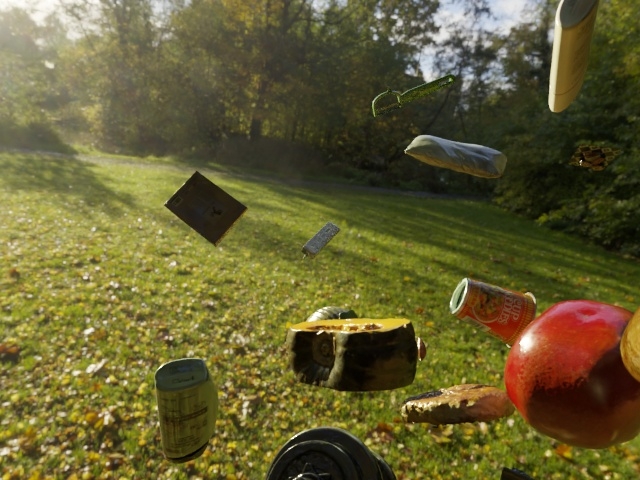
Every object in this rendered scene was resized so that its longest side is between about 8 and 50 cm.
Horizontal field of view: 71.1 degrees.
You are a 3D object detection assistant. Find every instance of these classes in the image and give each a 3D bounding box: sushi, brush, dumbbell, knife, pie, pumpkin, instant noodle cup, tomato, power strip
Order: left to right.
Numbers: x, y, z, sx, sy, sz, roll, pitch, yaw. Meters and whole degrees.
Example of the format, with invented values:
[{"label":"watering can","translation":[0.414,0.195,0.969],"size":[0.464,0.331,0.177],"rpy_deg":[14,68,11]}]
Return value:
[{"label":"power strip","translation":[0.000,0.000,1.769],"size":[0.060,0.027,0.252],"rpy_deg":[33,45,12]},{"label":"dumbbell","translation":[0.024,0.410,0.708],"size":[0.192,0.192,0.289],"rpy_deg":[18,-26,35]},{"label":"pumpkin","translation":[0.078,0.240,0.977],"size":[0.222,0.139,0.317],"rpy_deg":[2,-12,-40]},{"label":"knife","translation":[0.212,-0.342,1.015],"size":[0.212,0.054,0.015],"rpy_deg":[-23,26,-8]},{"label":"pie","translation":[0.367,0.454,1.234],"size":[0.316,0.092,0.315],"rpy_deg":[-7,-16,-2]},{"label":"instant noodle cup","translation":[0.536,0.215,1.423],"size":[0.213,0.192,0.193],"rpy_deg":[22,15,3]},{"label":"brush","translation":[0.403,0.435,0.751],"size":[0.191,0.034,0.028],"rpy_deg":[13,7,36]},{"label":"tomato","translation":[0.583,0.289,0.994],"size":[0.325,0.289,0.293],"rpy_deg":[-26,22,-26]},{"label":"sushi","translation":[0.881,-0.260,1.446],"size":[0.121,0.026,0.126],"rpy_deg":[10,-19,12]}]

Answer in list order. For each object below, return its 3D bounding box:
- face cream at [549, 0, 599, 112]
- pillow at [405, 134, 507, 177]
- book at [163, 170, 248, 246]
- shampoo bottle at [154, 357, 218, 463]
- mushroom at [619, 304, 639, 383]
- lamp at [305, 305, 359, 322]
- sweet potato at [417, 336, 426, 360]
[{"label":"face cream","translation":[0.682,-0.516,1.214],"size":[0.081,0.173,0.348],"rpy_deg":[25,-7,29]},{"label":"pillow","translation":[0.320,-0.203,1.056],"size":[0.230,0.050,0.128],"rpy_deg":[20,36,21]},{"label":"book","translation":[-0.288,-0.083,1.125],"size":[0.182,0.127,0.014],"rpy_deg":[36,-14,14]},{"label":"shampoo bottle","translation":[-0.309,0.410,1.051],"size":[0.134,0.359,0.078],"rpy_deg":[-7,44,-22]},{"label":"mushroom","translation":[0.511,0.121,0.549],"size":[0.268,0.254,0.267],"rpy_deg":[2,-31,1]},{"label":"lamp","translation":[0.026,0.355,1.543],"size":[0.285,0.249,0.250],"rpy_deg":[-14,23,-30]},{"label":"sweet potato","translation":[0.372,0.399,1.646],"size":[0.034,0.034,0.094],"rpy_deg":[7,54,-5]}]
